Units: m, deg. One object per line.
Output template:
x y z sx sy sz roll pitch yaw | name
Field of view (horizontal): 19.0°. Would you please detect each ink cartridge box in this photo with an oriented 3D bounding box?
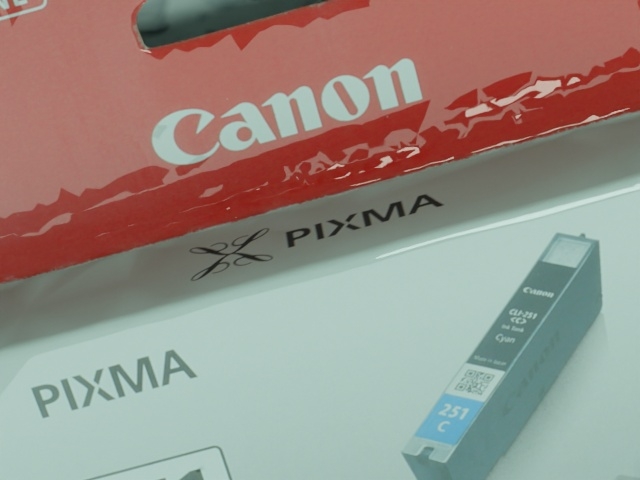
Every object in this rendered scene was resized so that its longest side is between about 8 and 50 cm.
0.000 0.000 0.706 0.296 0.066 0.261 -16 117 2 | ink cartridge box
